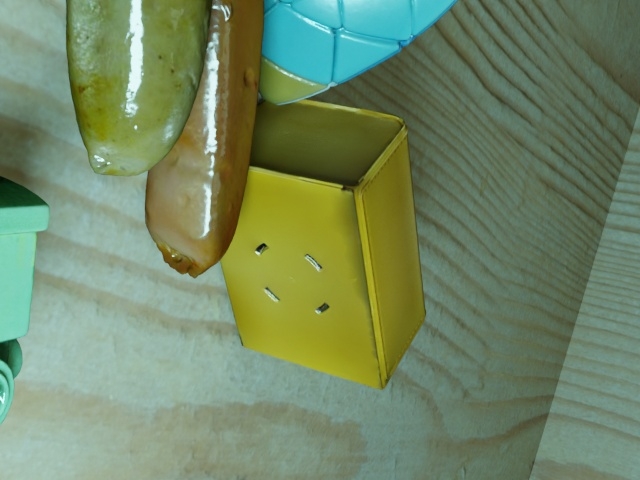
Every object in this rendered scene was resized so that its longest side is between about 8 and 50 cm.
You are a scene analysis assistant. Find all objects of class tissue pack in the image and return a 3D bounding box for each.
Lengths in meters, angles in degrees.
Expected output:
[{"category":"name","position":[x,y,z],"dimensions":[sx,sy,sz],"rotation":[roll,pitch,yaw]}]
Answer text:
[{"category":"tissue pack","position":[0.000,0.000,1.143],"dimensions":[0.145,0.194,0.275],"rotation":[-52,145,-42]}]

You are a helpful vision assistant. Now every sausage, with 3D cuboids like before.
[{"category":"sausage","position":[-0.145,-0.289,0.812],"dimensions":[0.136,0.123,0.501],"rotation":[-23,125,-38]},{"category":"sausage","position":[-0.109,-0.135,0.978],"dimensions":[0.094,0.097,0.349],"rotation":[-18,120,-48]}]

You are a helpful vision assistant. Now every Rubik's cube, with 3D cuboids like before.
[{"category":"Rubik's cube","position":[-0.022,-0.253,1.040],"dimensions":[0.254,0.254,0.255],"rotation":[-34,132,-50]}]

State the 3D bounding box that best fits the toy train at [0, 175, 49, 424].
[{"category":"toy train","position":[-0.312,0.054,0.690],"dimensions":[0.300,0.120,0.203],"rotation":[-8,108,-60]}]
